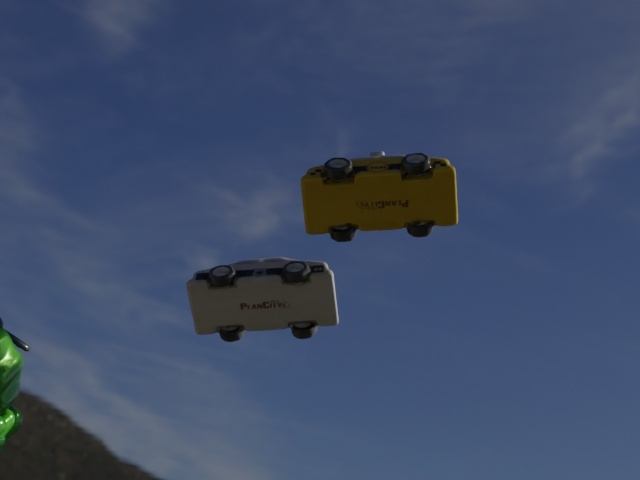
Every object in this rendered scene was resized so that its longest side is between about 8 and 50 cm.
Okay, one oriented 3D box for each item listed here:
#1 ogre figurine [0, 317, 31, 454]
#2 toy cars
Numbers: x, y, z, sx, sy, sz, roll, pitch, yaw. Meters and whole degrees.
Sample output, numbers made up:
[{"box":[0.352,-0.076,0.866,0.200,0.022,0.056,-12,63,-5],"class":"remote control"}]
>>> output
[{"box":[-0.191,0.084,0.490,0.118,0.097,0.197,35,-39,5],"class":"ogre figurine"},{"box":[0.000,0.000,1.578,0.176,0.087,0.394,40,-66,-20],"class":"toy cars"}]
